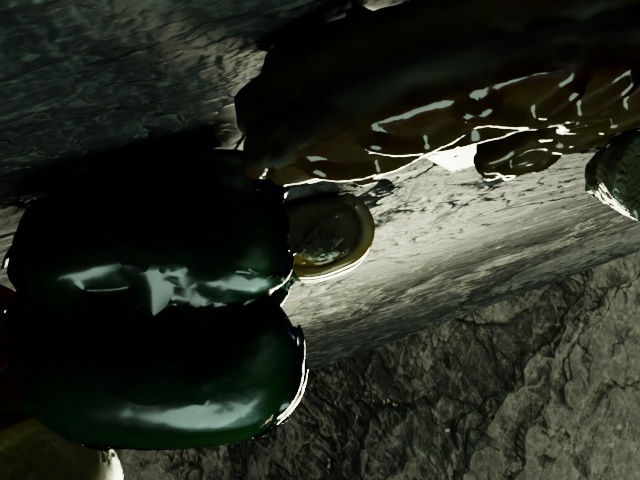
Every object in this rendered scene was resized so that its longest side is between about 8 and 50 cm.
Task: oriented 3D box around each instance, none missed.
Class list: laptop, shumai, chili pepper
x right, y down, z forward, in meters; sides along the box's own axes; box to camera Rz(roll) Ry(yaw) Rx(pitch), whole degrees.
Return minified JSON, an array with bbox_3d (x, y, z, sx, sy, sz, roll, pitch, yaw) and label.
[{"bbox_3d":[0.178,-0.101,1.956,0.129,0.016,0.180,-17,173,13],"label":"laptop"},{"bbox_3d":[0.349,-0.079,2.239,0.087,0.099,0.124,10,159,43],"label":"shumai"},{"bbox_3d":[-0.137,0.050,1.597,0.257,0.248,0.233,-5,-178,-12],"label":"chili pepper"}]

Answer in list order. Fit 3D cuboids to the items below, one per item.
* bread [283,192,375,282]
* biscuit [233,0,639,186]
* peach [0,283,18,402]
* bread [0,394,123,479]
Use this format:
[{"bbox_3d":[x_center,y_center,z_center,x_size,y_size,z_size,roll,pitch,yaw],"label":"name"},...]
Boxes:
[{"bbox_3d":[0.000,0.000,2.060,0.119,0.084,0.177,-16,176,-1],"label":"bread"},{"bbox_3d":[0.131,-0.119,1.379,0.268,0.115,0.366,-22,172,41],"label":"biscuit"},{"bbox_3d":[-0.378,0.136,1.852,0.226,0.196,0.190,-21,138,17],"label":"peach"},{"bbox_3d":[-0.303,0.234,1.671,0.270,0.148,0.270,-33,177,-2],"label":"bread"}]
